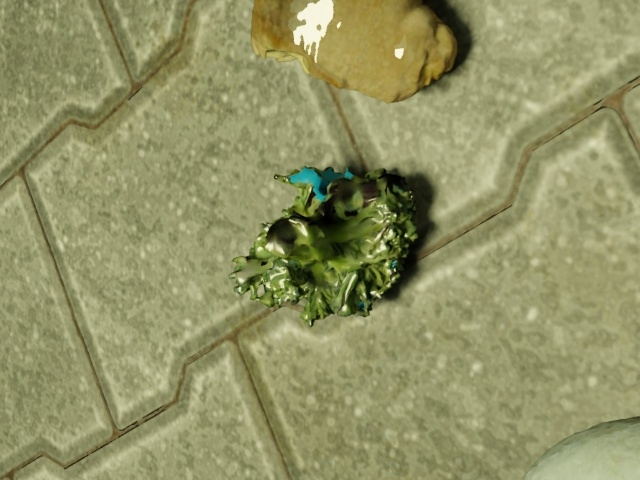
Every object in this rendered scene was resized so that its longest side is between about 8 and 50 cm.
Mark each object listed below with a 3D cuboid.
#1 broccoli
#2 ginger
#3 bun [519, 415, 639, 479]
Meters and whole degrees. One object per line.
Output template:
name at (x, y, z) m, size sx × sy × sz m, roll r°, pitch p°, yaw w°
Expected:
broccoli at (0.000, 0.000, 0.984) m, size 0.167 × 0.160 × 0.154 m, roll 9°, pitch 84°, yaw 22°
ginger at (0.048, -0.238, 0.938) m, size 0.276 × 0.130 × 0.221 m, roll -37°, pitch 82°, yaw 37°
bun at (0.273, 0.283, 0.745) m, size 0.362 × 0.211 × 0.361 m, roll 5°, pitch 97°, yaw 43°
